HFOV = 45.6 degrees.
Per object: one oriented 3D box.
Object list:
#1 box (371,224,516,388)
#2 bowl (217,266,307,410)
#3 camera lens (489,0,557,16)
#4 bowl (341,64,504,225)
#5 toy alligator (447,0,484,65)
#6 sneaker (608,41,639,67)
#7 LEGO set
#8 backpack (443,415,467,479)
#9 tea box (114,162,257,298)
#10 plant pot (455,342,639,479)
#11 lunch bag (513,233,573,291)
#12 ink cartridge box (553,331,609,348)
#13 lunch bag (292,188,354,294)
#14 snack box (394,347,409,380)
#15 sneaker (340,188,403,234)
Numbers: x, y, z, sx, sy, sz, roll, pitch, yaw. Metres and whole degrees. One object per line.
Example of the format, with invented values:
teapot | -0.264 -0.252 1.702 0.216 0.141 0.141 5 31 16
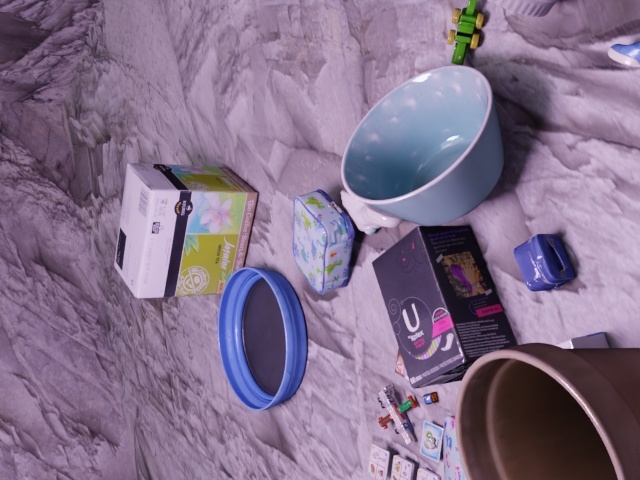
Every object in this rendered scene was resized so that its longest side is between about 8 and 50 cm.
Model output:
box | 0.230 0.124 1.450 0.165 0.143 0.270 -43 56 48
bowl | -0.163 0.266 2.092 0.391 0.077 0.391 3 94 56
camera lens | 0.340 -0.523 1.193 0.219 0.219 0.274 58 135 37
bowl | 0.210 -0.150 1.390 0.312 0.163 0.311 -28 39 26
toy alligator | 0.271 -0.379 1.456 0.051 0.056 0.189 -62 -16 -70
sneaker | 0.499 -0.291 1.110 0.152 0.058 0.084 32 123 46
LEGO set | 0.194 0.420 1.624 0.182 0.060 0.244 16 106 42
backpack | 0.318 0.405 1.293 0.225 0.191 0.253 -155 58 -76
tea box | -0.392 -0.031 2.195 0.220 0.324 0.329 39 124 49
plant pot | 0.397 0.275 1.062 0.323 0.280 0.323 38 134 53
lunch bag | 0.382 0.039 1.290 0.065 0.067 0.098 -44 57 48
ink cartridge box | 0.400 0.196 1.251 0.122 0.089 0.052 -35 66 51
lunch bag | 0.000 0.000 1.792 0.176 0.090 0.219 49 147 41
snack box | 0.196 0.206 1.609 0.064 0.022 0.178 23 110 52
sneaker | 0.118 -0.051 1.683 0.212 0.080 0.094 34 131 58
